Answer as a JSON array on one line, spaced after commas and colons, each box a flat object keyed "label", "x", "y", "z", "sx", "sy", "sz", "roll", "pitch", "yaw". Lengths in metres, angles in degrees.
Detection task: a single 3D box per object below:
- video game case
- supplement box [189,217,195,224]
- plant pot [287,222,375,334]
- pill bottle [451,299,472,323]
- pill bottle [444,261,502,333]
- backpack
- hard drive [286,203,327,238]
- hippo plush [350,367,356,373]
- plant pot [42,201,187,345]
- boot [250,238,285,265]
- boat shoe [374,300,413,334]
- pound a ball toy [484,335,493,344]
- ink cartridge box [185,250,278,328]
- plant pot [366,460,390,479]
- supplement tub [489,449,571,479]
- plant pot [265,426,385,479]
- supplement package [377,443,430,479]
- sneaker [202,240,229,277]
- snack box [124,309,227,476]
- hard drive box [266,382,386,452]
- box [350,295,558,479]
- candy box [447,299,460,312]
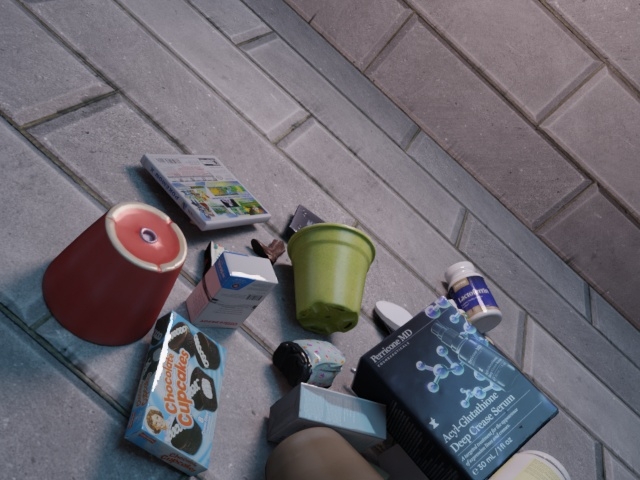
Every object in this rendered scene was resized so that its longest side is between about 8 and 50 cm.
[{"label": "video game case", "x": -0.339, "y": -0.153, "z": 1.946, "sx": 0.300, "sy": 0.036, "sz": 0.329, "roll": 46, "pitch": 24, "yaw": 17}, {"label": "supplement box", "x": -0.356, "y": -0.087, "z": 1.908, "sx": 0.062, "sy": 0.036, "sz": 0.098, "roll": 22, "pitch": 36, "yaw": -31}, {"label": "plant pot", "x": 0.027, "y": 0.130, "z": 1.911, "sx": 0.276, "sy": 0.276, "sz": 0.254, "roll": 26, "pitch": 47, "yaw": -26}, {"label": "pill bottle", "x": 0.494, "y": 0.323, "z": 2.317, "sx": 0.117, "sy": 0.117, "sz": 0.208, "roll": 6, "pitch": 47, "yaw": -45}, {"label": "pill bottle", "x": 0.591, "y": 0.221, "z": 2.514, "sx": 0.153, "sy": 0.153, "sz": 0.264, "roll": 17, "pitch": 40, "yaw": -37}, {"label": "backpack", "x": -0.020, "y": 0.333, "z": 1.717, "sx": 0.182, "sy": 0.115, "sz": 0.152, "roll": 16, "pitch": 29, "yaw": -46}, {"label": "hard drive", "x": 0.000, "y": 0.000, "z": 2.194, "sx": 0.255, "sy": 0.054, "sz": 0.172, "roll": 37, "pitch": 33, "yaw": -12}, {"label": "hippo plush", "x": 0.279, "y": 0.435, "z": 1.899, "sx": 0.236, "sy": 0.294, "sz": 0.234, "roll": 20, "pitch": 50, "yaw": -77}, {"label": "plant pot", "x": -0.442, "y": 0.061, "z": 1.444, "sx": 0.275, "sy": 0.243, "sz": 0.275, "roll": 30, "pitch": 34, "yaw": -23}, {"label": "boot", "x": -0.161, "y": 0.015, "z": 2.011, "sx": 0.106, "sy": 0.037, "sz": 0.114, "roll": 53, "pitch": 33, "yaw": -11}, {"label": "boat shoe", "x": 0.281, "y": 0.314, "z": 2.107, "sx": 0.108, "sy": 0.102, "sz": 0.301, "roll": -11, "pitch": 39, "yaw": -45}, {"label": "pound a ball toy", "x": 0.457, "y": 0.448, "z": 1.942, "sx": 0.136, "sy": 0.208, "sz": 0.319, "roll": 27, "pitch": 28, "yaw": -24}, {"label": "ink cartridge box", "x": -0.230, "y": 0.131, "z": 1.641, "sx": 0.148, "sy": 0.203, "sz": 0.086, "roll": 12, "pitch": 42, "yaw": -41}, {"label": "plant pot", "x": 0.087, "y": 0.595, "z": 1.560, "sx": 0.096, "sy": 0.109, "sz": 0.109, "roll": 40, "pitch": 30, "yaw": 16}, {"label": "supplement tub", "x": 0.560, "y": 0.742, "z": 1.794, "sx": 0.325, "sy": 0.235, "sz": 0.235, "roll": -10, "pitch": 60, "yaw": -53}, {"label": "plant pot", "x": 0.013, "y": 0.566, "z": 1.358, "sx": 0.323, "sy": 0.323, "sz": 0.280, "roll": 18, "pitch": 23, "yaw": -36}, {"label": "supplement package", "x": 0.293, "y": 0.636, "z": 1.694, "sx": 0.203, "sy": 0.149, "sz": 0.194, "roll": 19, "pitch": 40, "yaw": -36}, {"label": "sneaker", "x": -0.283, "y": 0.071, "z": 1.788, "sx": 0.075, "sy": 0.057, "sz": 0.161, "roll": 20, "pitch": 36, "yaw": -25}, {"label": "snack box", "x": -0.308, "y": 0.330, "z": 1.417, "sx": 0.187, "sy": 0.060, "sz": 0.322, "roll": 44, "pitch": 28, "yaw": -30}, {"label": "hard drive box", "x": 0.014, "y": 0.438, "z": 1.539, "sx": 0.232, "sy": 0.181, "sz": 0.089, "roll": 20, "pitch": 51, "yaw": -20}, {"label": "box", "x": 0.319, "y": 0.393, "z": 1.594, "sx": 0.293, "sy": 0.212, "sz": 0.395, "roll": -33, "pitch": 64, "yaw": -24}, {"label": "candy box", "x": 0.392, "y": 0.317, "z": 2.132, "sx": 0.070, "sy": 0.196, "sz": 0.165, "roll": 8, "pitch": 46, "yaw": -45}]
